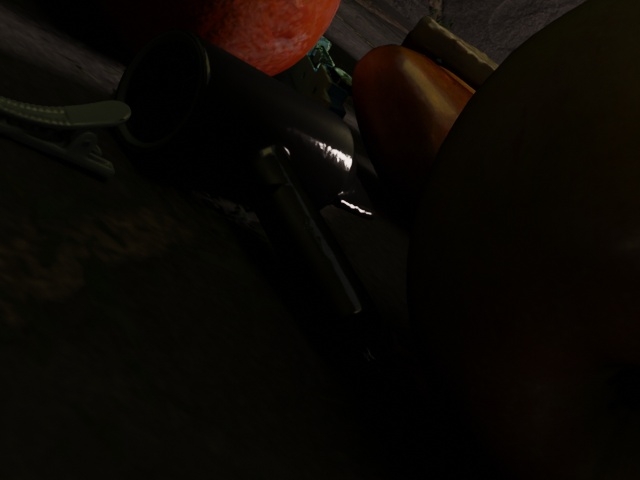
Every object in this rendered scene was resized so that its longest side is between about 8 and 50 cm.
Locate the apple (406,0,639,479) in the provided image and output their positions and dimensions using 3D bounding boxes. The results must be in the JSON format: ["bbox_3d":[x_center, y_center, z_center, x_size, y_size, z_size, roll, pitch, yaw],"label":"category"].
[{"bbox_3d":[0.193,0.021,0.540,0.277,0.319,0.319,-32,68,-36],"label":"apple"}]

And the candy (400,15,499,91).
[{"bbox_3d":[0.191,-0.161,1.304,0.179,0.135,0.320,43,15,15],"label":"candy"}]

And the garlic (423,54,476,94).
[{"bbox_3d":[0.153,-0.088,1.046,0.206,0.115,0.128,28,13,-19],"label":"garlic"}]

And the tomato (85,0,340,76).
[{"bbox_3d":[-0.084,-0.209,0.752,0.208,0.184,0.208,43,-19,18],"label":"tomato"}]

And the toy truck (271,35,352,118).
[{"bbox_3d":[-0.025,-0.155,0.958,0.081,0.067,0.175,23,25,-27],"label":"toy truck"}]

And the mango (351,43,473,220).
[{"bbox_3d":[0.121,-0.061,0.913,0.267,0.111,0.133,41,26,-24],"label":"mango"}]

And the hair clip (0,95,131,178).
[{"bbox_3d":[-0.144,-0.066,0.506,0.115,0.039,0.030,17,21,-46],"label":"hair clip"}]

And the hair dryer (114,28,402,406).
[{"bbox_3d":[0.000,0.000,0.612,0.195,0.078,0.248,21,34,-48],"label":"hair dryer"}]
